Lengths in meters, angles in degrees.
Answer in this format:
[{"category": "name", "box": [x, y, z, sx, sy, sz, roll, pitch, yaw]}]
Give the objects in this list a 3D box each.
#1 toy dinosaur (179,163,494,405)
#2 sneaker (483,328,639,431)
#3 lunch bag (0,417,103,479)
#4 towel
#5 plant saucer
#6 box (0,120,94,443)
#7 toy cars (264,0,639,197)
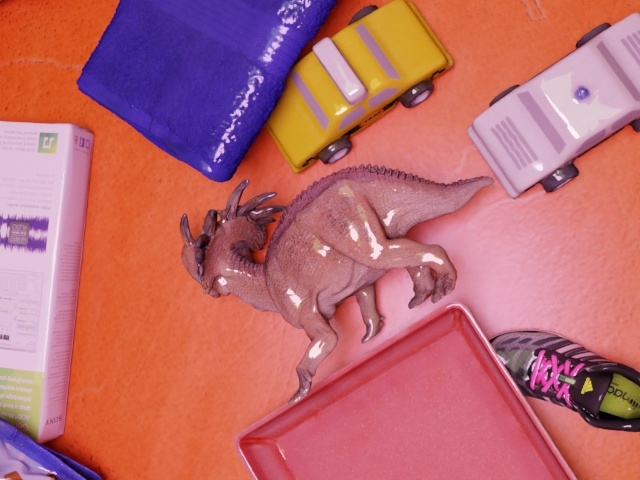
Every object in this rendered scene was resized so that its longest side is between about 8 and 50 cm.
[{"category": "toy dinosaur", "box": [0.000, 0.000, 0.718, 0.296, 0.127, 0.200, -37, 87, 16]}, {"category": "sneaker", "box": [0.221, 0.120, 0.700, 0.170, 0.075, 0.063, 19, 91, 13]}, {"category": "lunch bag", "box": [-0.296, 0.386, 0.724, 0.385, 0.239, 0.328, 43, 98, 4]}, {"category": "towel", "box": [-0.082, -0.225, 0.767, 0.228, 0.076, 0.308, 35, 97, 31]}, {"category": "plant saucer", "box": [0.090, 0.224, 0.726, 0.258, 0.048, 0.259, -35, 79, 17]}, {"category": "box", "box": [-0.366, 0.034, 0.849, 0.232, 0.058, 0.321, 5, 87, 13]}, {"category": "toy cars", "box": [0.124, -0.135, 0.730, 0.394, 0.087, 0.176, 7, 89, 13]}]
